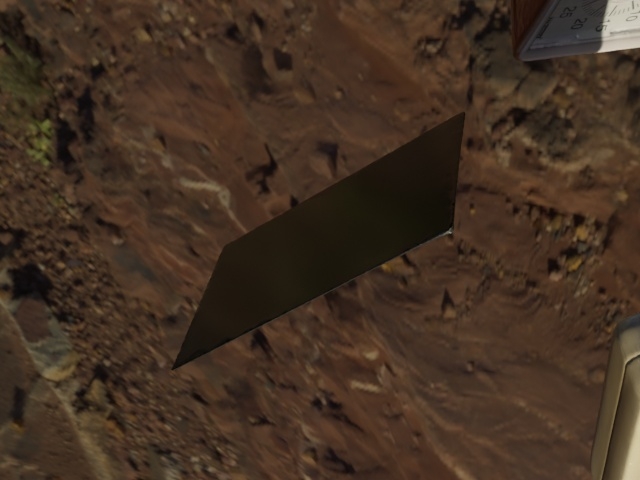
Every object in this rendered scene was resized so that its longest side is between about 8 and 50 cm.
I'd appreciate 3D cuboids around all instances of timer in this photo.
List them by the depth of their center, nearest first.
[{"bbox_3d":[0.391,-0.347,1.334,0.250,0.257,0.161,5,64,-11],"label":"timer"}]

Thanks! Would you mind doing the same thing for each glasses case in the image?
[{"bbox_3d":[0.321,0.159,0.921,0.144,0.336,0.076,-11,57,2],"label":"glasses case"}]

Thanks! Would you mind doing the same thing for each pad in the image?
[{"bbox_3d":[0.000,0.000,0.787,0.246,0.006,0.170,-28,24,26],"label":"pad"}]
